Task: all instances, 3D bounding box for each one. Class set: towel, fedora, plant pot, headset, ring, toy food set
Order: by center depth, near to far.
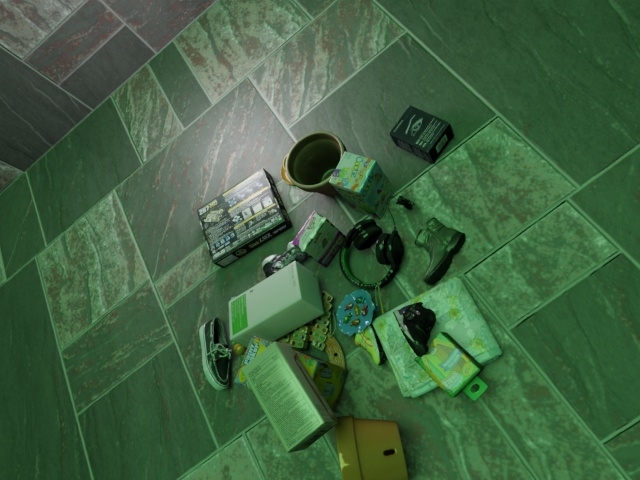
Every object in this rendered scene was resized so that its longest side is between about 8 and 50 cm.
[{"bbox_3d":[0.173,0.718,1.608,0.204,0.291,0.290,-10,66,2],"label":"plant pot"},{"bbox_3d":[0.401,0.345,1.732,0.374,0.090,0.320,-30,62,12],"label":"towel"},{"bbox_3d":[-0.056,0.505,1.917,0.337,0.032,0.336,-9,67,21],"label":"ring"},{"bbox_3d":[0.238,0.004,1.933,0.243,0.185,0.394,32,102,26],"label":"headset"},{"bbox_3d":[-0.307,0.436,2.051,0.132,0.038,0.192,-44,60,4],"label":"toy food set"},{"bbox_3d":[0.017,-0.294,2.065,0.263,0.229,0.263,-9,68,21],"label":"plant pot"},{"bbox_3d":[-0.113,-0.354,2.234,0.194,0.079,0.194,-9,67,21],"label":"fedora"}]

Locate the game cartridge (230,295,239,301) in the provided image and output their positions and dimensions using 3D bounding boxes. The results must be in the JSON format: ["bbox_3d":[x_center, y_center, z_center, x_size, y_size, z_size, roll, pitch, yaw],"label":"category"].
[{"bbox_3d":[-0.358,0.274,2.150,0.083,0.017,0.056,-9,64,22],"label":"game cartridge"}]

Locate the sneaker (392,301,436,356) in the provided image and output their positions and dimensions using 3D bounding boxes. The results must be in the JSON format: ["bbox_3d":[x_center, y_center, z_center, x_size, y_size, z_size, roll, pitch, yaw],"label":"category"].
[{"bbox_3d":[0.326,0.273,1.611,0.124,0.283,0.107,-30,104,6],"label":"sneaker"}]

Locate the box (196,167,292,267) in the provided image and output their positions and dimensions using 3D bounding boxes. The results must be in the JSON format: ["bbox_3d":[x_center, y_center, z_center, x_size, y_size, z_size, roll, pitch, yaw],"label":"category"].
[{"bbox_3d":[-0.360,-0.105,2.246,0.395,0.097,0.318,-31,63,11],"label":"box"}]

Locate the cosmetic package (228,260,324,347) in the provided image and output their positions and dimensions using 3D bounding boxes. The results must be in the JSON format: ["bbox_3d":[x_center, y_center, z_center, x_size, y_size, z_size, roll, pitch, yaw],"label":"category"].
[{"bbox_3d":[-0.181,0.266,1.942,0.365,0.155,0.197,-34,44,21],"label":"cosmetic package"}]

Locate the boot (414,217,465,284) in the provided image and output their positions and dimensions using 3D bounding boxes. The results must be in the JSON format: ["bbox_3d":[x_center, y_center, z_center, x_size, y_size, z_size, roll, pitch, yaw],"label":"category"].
[{"bbox_3d":[0.423,0.040,1.852,0.161,0.083,0.246,30,80,37],"label":"boot"}]

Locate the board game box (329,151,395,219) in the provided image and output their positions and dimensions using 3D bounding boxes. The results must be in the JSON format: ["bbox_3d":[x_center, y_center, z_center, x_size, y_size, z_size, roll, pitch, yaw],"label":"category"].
[{"bbox_3d":[0.171,-0.214,1.937,0.142,0.275,0.144,23,82,29],"label":"board game box"}]

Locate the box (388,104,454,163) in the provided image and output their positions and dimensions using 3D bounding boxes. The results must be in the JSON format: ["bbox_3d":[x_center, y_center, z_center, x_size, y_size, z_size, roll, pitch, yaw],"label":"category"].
[{"bbox_3d":[0.414,-0.437,2.006,0.207,0.108,0.153,37,89,31],"label":"box"}]

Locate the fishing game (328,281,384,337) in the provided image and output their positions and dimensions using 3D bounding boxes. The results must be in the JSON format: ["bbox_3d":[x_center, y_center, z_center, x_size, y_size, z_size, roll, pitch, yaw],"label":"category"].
[{"bbox_3d":[0.125,0.272,1.860,0.264,0.041,0.189,-27,47,33],"label":"fishing game"}]

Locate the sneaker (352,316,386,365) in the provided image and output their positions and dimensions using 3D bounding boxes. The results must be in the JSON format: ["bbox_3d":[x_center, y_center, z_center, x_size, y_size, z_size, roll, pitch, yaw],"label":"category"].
[{"bbox_3d":[0.176,0.383,1.831,0.094,0.081,0.208,-31,50,11],"label":"sneaker"}]

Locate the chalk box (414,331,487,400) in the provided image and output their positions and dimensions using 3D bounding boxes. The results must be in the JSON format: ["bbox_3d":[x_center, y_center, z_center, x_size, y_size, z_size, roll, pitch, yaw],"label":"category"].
[{"bbox_3d":[0.433,0.415,1.568,0.213,0.132,0.132,44,98,26],"label":"chalk box"}]

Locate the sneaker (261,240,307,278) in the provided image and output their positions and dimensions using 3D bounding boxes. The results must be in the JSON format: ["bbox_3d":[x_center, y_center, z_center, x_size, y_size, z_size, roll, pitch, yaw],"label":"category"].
[{"bbox_3d":[-0.124,0.105,2.040,0.269,0.101,0.153,-29,45,19],"label":"sneaker"}]

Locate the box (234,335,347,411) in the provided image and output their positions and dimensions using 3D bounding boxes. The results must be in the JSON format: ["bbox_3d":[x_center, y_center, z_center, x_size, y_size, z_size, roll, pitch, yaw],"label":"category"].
[{"bbox_3d":[-0.099,0.488,1.755,0.279,0.290,0.177,14,77,27],"label":"box"}]

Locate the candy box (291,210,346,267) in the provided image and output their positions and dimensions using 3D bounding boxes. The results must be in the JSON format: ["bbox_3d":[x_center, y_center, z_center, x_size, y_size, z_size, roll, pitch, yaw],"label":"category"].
[{"bbox_3d":[0.000,0.000,1.960,0.071,0.233,0.159,33,87,30],"label":"candy box"}]

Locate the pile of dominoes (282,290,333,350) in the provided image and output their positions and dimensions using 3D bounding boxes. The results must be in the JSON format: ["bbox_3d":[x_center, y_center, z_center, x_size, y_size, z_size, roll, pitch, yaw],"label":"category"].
[{"bbox_3d":[-0.056,0.307,1.950,0.196,0.040,0.251,1,70,28],"label":"pile of dominoes"}]

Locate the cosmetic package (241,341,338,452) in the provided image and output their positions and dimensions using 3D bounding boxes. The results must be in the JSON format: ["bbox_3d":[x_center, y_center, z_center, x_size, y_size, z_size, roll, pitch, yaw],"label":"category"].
[{"bbox_3d":[-0.097,0.482,1.515,0.153,0.129,0.296,-40,62,7],"label":"cosmetic package"}]

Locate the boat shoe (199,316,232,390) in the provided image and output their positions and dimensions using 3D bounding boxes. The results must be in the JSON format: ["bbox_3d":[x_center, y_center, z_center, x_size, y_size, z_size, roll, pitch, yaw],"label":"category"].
[{"bbox_3d":[-0.426,0.471,2.052,0.105,0.113,0.306,-37,50,25],"label":"boat shoe"}]
